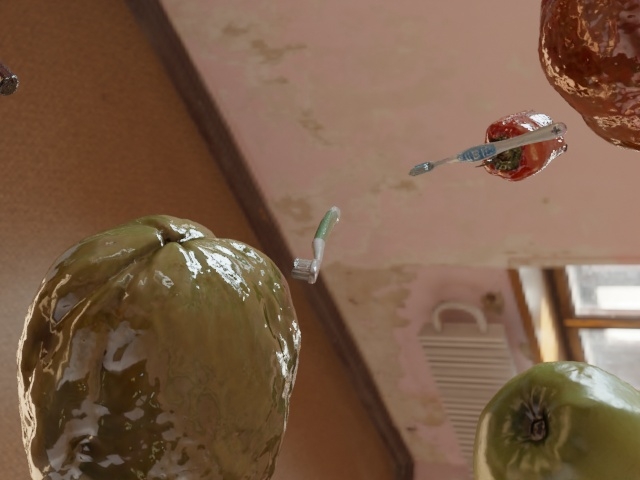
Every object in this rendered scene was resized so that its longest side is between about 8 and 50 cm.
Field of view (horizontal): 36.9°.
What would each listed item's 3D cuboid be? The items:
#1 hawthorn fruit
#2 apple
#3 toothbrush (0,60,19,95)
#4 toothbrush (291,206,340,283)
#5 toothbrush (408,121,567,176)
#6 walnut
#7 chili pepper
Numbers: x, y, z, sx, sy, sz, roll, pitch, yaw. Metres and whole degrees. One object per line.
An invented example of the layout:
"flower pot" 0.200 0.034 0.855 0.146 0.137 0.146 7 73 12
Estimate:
"hawthorn fruit" 0.298 -0.185 0.744 0.207 0.243 0.207 8 77 -41
"apple" 0.328 0.291 1.248 0.279 0.279 0.279 -1 90 -65
"toothbrush" -0.596 -0.339 1.571 0.041 0.364 0.041 -33 146 -25
"toothbrush" 0.000 0.000 0.908 0.257 0.024 0.018 -62 162 -75
"toothbrush" 0.137 -0.075 0.802 0.017 0.162 0.014 -32 102 -43
"walnut" -0.129 0.110 0.792 0.283 0.227 0.283 -34 142 -32
"chili pepper" 0.256 -0.121 1.271 0.192 0.086 0.084 -27 109 -46
